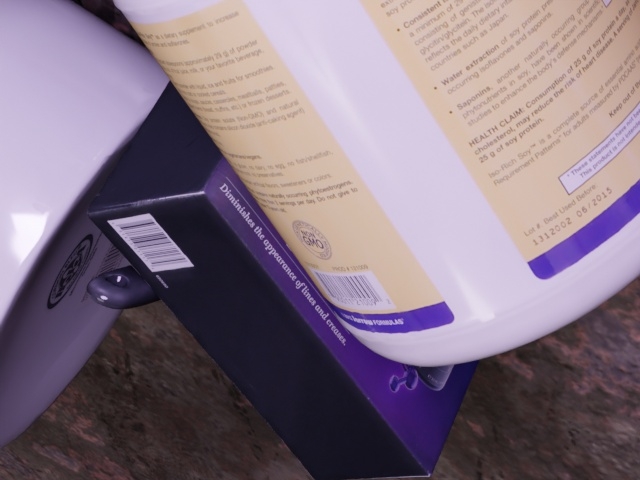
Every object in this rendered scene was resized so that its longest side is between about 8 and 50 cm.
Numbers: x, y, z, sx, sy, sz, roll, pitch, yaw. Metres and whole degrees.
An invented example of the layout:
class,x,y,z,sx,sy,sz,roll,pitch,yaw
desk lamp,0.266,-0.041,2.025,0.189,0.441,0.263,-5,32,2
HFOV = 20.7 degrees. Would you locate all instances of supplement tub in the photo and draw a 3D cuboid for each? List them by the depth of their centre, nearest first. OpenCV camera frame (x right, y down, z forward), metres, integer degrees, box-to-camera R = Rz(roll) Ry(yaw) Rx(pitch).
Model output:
class,x,y,z,sx,sy,sz,roll,pitch,yaw
supplement tub,0.036,-0.128,0.904,0.241,0.241,0.331,-9,123,47

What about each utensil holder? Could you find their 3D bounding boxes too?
class,x,y,z,sx,sy,sz,roll,pitch,yaw
utensil holder,-0.318,-0.074,1.220,0.385,0.327,0.328,31,145,9

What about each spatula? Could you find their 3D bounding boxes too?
class,x,y,z,sx,sy,sz,roll,pitch,yaw
spatula,-0.072,0.008,1.157,0.084,0.296,0.030,27,112,16

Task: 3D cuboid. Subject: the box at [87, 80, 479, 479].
class,x,y,z,sx,sy,sz,roll,pitch,yaw
box,0.000,0.000,1.100,0.103,0.184,0.261,-9,132,37
